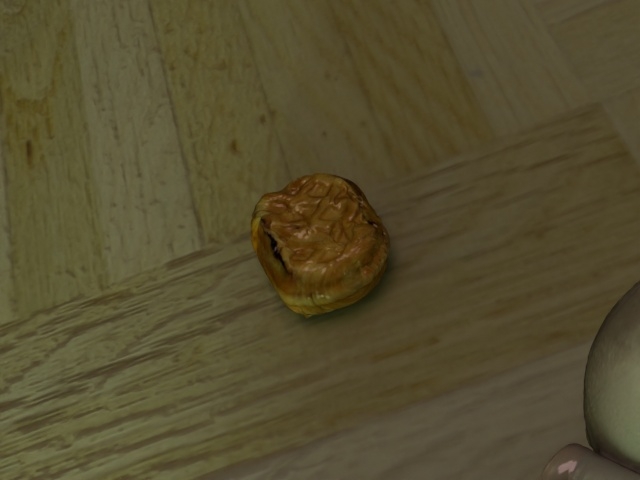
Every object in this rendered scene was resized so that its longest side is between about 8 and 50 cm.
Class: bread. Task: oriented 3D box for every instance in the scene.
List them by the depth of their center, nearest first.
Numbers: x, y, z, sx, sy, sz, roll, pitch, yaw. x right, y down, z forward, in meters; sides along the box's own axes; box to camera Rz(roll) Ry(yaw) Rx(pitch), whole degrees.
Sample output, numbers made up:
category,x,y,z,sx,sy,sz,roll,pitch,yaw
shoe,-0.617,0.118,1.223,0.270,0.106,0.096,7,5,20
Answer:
category,x,y,z,sx,sy,sz,roll,pitch,yaw
bread,0.000,0.000,0.891,0.083,0.044,0.111,-26,41,-4

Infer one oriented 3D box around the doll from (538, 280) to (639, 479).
category,x,y,z,sx,sy,sz,roll,pitch,yaw
doll,0.165,0.143,0.623,0.151,0.151,0.287,10,57,30
